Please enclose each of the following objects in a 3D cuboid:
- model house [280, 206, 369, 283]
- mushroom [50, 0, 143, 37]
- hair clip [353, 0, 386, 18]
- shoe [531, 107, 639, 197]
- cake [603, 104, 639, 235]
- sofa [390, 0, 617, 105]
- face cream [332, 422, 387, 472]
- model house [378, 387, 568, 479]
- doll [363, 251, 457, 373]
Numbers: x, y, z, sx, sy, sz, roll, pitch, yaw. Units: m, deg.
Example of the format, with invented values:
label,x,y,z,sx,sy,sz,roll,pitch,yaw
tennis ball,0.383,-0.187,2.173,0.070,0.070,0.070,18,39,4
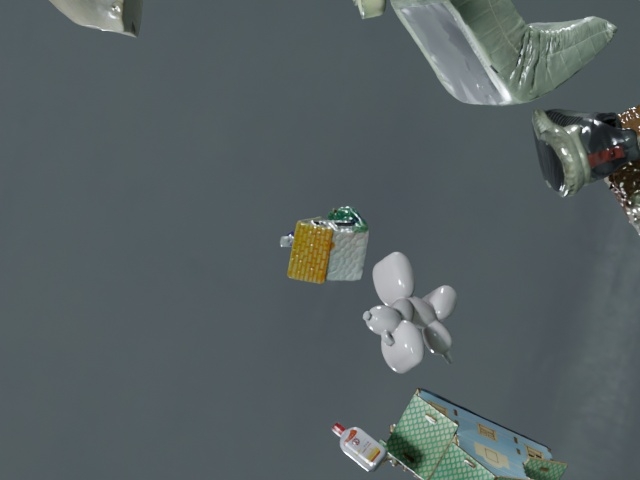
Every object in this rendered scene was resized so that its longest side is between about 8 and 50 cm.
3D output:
label,x,y,z,sx,sy,sz,roll,pitch,yaw
model house,0.000,0.000,1.836,0.100,0.100,0.087,-128,42,-61
mushroom,-0.318,-0.338,1.767,0.108,0.247,0.096,-50,-22,-17
hair clip,0.029,-0.332,1.508,0.218,0.071,0.159,43,-141,-75
shoe,0.325,-0.118,1.673,0.227,0.112,0.099,-76,-28,-75
cake,0.447,-0.096,1.838,0.135,0.135,0.147,43,-153,-68
sofa,0.232,-0.303,1.787,0.176,0.225,0.210,-39,15,-12
face cream,0.051,0.280,1.859,0.040,0.083,0.021,-50,-23,-10
model house,0.212,0.354,1.949,0.178,0.271,0.206,-60,7,14
doll,0.112,0.099,1.725,0.059,0.161,0.160,-34,38,33
